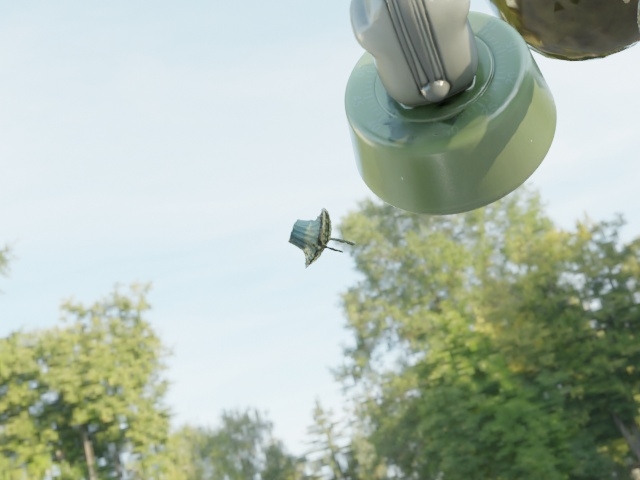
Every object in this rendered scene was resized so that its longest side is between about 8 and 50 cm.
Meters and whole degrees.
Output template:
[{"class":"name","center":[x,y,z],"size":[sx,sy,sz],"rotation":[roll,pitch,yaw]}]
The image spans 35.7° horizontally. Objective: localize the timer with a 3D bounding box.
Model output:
[{"class":"timer","center":[0.140,-0.236,1.297],"size":[0.291,0.290,0.315],"rotation":[-19,-40,10]}]

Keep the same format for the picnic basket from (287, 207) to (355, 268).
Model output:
[{"class":"picnic basket","center":[0.000,0.000,1.286],"size":[0.083,0.083,0.065],"rotation":[20,9,8]}]

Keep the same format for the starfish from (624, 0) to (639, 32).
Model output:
[{"class":"starfish","center":[0.388,-0.409,1.152],"size":[0.094,0.327,0.375],"rotation":[-8,31,37]}]

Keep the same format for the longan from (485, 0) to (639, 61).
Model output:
[{"class":"longan","center":[0.461,-0.502,1.714],"size":[0.391,0.391,0.391],"rotation":[-13,-19,-5]}]
